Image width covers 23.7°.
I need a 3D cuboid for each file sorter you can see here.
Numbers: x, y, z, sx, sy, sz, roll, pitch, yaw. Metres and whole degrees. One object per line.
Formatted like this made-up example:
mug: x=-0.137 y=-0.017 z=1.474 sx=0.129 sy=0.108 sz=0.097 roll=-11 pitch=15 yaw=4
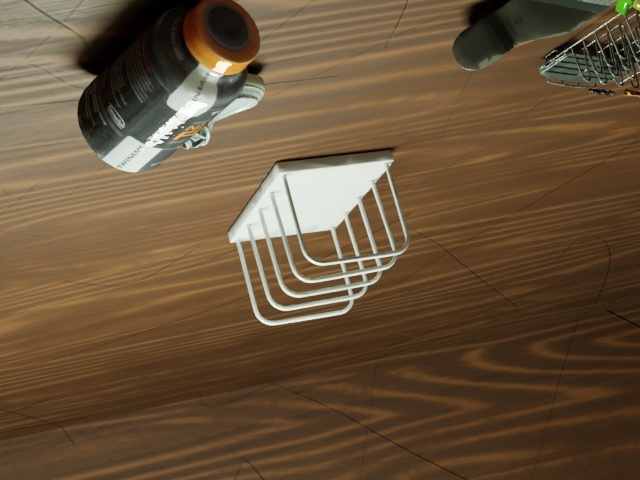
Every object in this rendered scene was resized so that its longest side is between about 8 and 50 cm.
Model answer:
file sorter: x=0.000 y=0.000 z=2.404 sx=0.192 sy=0.173 sz=0.278 roll=-8 pitch=160 yaw=-23

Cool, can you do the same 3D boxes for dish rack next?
dish rack: x=0.450 y=-0.267 z=2.140 sx=0.208 sy=0.074 sz=0.271 roll=3 pitch=156 yaw=-41

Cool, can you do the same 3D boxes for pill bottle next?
pill bottle: x=-0.171 y=-0.186 z=1.769 sx=0.130 sy=0.130 sz=0.245 roll=0 pitch=157 yaw=-39

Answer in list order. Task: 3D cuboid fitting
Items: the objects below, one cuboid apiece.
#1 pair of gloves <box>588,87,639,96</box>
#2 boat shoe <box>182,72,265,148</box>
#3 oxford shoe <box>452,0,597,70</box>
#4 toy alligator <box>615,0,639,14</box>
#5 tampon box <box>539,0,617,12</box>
pair of gloves: x=0.430 y=-0.213 z=2.196 sx=0.083 sy=0.010 sz=0.074 roll=7 pitch=-175 yaw=27
boat shoe: x=-0.176 y=-0.152 z=1.945 sx=0.227 sy=0.081 sz=0.079 roll=-14 pitch=162 yaw=-4
oxford shoe: x=0.269 y=-0.290 z=1.960 sx=0.212 sy=0.076 sz=0.076 roll=-22 pitch=-170 yaw=16
toy alligator: x=0.390 y=-0.341 z=1.912 sx=0.051 sy=0.056 sz=0.190 roll=-57 pitch=163 yaw=-9
tampon box: x=0.283 y=-0.337 z=1.707 sx=0.161 sy=0.120 sz=0.101 roll=1 pitch=156 yaw=-43
